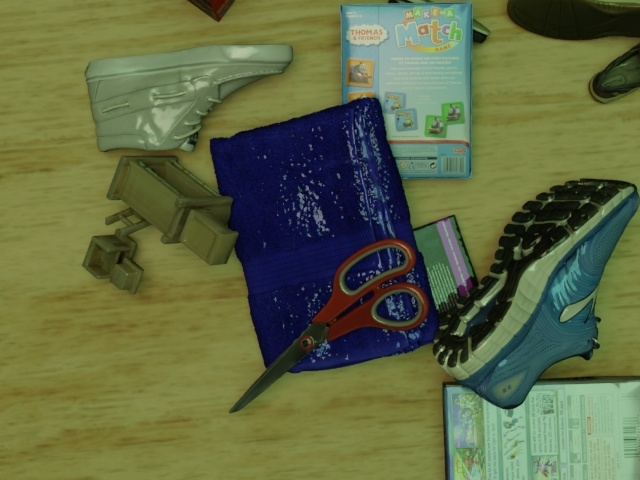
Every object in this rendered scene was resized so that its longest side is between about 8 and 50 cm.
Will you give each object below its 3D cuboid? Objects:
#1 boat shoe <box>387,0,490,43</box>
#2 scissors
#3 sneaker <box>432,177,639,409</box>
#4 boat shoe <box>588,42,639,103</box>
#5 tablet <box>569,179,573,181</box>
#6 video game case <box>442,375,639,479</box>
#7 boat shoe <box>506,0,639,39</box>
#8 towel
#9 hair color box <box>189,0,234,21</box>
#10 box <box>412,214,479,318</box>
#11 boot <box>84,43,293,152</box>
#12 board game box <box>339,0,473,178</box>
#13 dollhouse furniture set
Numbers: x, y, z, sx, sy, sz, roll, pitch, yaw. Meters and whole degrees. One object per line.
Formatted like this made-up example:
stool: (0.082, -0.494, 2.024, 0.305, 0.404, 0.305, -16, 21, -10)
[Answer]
boat shoe: (0.144, -0.272, 1.424, 0.133, 0.049, 0.042, 20, 112, -4)
scissors: (-0.007, 0.099, 1.347, 0.297, 0.021, 0.109, -28, 92, 19)
sneaker: (0.275, 0.060, 1.373, 0.330, 0.129, 0.147, -49, 116, -13)
boat shoe: (0.404, -0.217, 1.415, 0.152, 0.049, 0.056, -33, 89, 0)
tablet: (0.306, -0.028, 1.435, 0.054, 0.006, 0.083, 41, 89, 1)
video game case: (0.274, 0.303, 1.400, 0.244, 0.061, 0.270, -2, 89, 0)
boat shoe: (0.343, -0.295, 1.410, 0.223, 0.080, 0.073, 5, 60, 13)
towel: (0.000, 0.000, 1.374, 0.227, 0.076, 0.308, -14, 91, 15)
hair color box: (-0.150, -0.320, 1.364, 0.093, 0.167, 0.053, 36, 91, 1)
box: (0.108, 0.048, 1.424, 0.162, 0.029, 0.116, -19, 89, -1)
boot: (-0.155, -0.170, 1.409, 0.258, 0.095, 0.123, -5, 95, 9)
board game box: (0.104, -0.181, 1.399, 0.160, 0.039, 0.212, 0, 101, 5)
dollhouse furniture set: (-0.171, 0.011, 1.375, 0.182, 0.101, 0.161, 37, 114, 29)
